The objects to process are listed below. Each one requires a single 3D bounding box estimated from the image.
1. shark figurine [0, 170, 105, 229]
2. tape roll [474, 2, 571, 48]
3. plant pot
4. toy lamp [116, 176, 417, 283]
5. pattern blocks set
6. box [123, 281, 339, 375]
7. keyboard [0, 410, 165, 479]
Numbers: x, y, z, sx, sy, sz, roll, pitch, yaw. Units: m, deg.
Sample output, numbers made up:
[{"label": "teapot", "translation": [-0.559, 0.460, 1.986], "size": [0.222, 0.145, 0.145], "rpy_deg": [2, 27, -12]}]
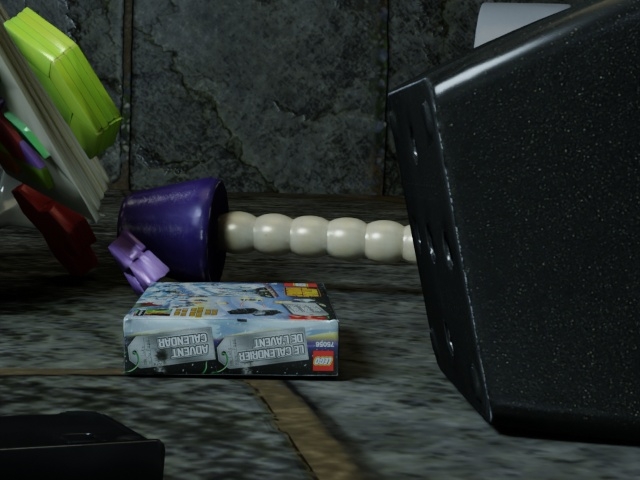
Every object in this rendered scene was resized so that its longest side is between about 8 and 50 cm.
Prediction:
[{"label": "shark figurine", "translation": [-0.297, -0.012, 0.946], "size": [0.116, 0.166, 0.278], "rpy_deg": [33, 1, 28]}, {"label": "tape roll", "translation": [0.162, -0.081, 0.999], "size": [0.072, 0.219, 0.219], "rpy_deg": [2, 4, 12]}, {"label": "plant pot", "translation": [0.124, -0.014, 0.492], "size": [0.166, 0.188, 0.188], "rpy_deg": [-12, 5, -4]}, {"label": "toy lamp", "translation": [0.000, 0.000, 0.838], "size": [0.274, 0.080, 0.080], "rpy_deg": [4, 5, 9]}, {"label": "pattern blocks set", "translation": [-0.200, -0.097, 0.752], "size": [0.026, 0.325, 0.285], "rpy_deg": [-40, 21, -22]}, {"label": "box", "translation": [-0.041, 0.040, 0.596], "size": [0.093, 0.027, 0.137], "rpy_deg": [0, 5, -2]}, {"label": "keyboard", "translation": [-0.133, 0.063, 0.319], "size": [0.180, 0.023, 0.108], "rpy_deg": [-1, -1, -21]}]
